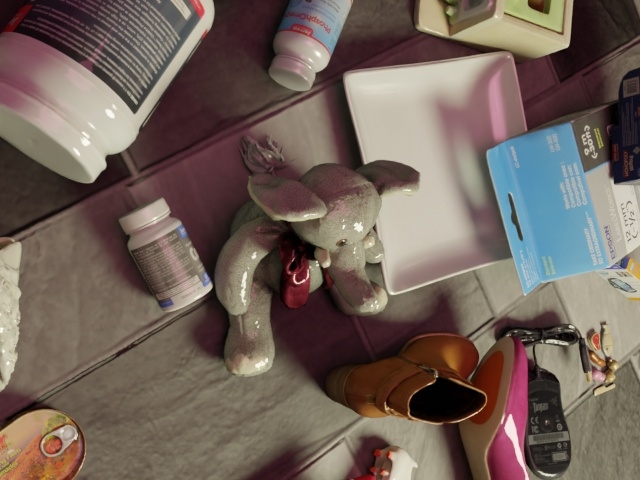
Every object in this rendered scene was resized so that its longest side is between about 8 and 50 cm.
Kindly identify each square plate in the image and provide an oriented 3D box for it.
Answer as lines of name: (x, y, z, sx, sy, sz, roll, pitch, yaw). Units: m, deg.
square plate: (0.205, -0.118, 1.288, 0.344, 0.049, 0.347, -14, 95, -29)

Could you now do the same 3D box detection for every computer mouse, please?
computer mouse: (0.398, 0.271, 1.374, 0.184, 0.060, 0.262, -6, 79, -25)

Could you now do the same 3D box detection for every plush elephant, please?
plush elephant: (0.000, 0.000, 1.053, 0.272, 0.255, 0.330, -16, 95, -28)

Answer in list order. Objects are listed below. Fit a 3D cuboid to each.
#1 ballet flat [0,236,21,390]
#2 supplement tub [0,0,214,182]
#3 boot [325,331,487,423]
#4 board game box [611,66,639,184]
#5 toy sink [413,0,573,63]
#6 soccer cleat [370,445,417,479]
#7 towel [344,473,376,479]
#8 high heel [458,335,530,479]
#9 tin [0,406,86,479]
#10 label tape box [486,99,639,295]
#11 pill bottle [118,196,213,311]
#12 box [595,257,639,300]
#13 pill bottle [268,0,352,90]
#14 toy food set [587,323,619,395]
ballet flat: (-0.417, -0.018, 0.906, 0.147, 0.147, 0.409, -23, 100, -27)
supplement tub: (-0.270, -0.226, 0.953, 0.191, 0.191, 0.272, 37, 71, -22)
boot: (0.171, 0.199, 1.158, 0.283, 0.220, 0.109, -1, 88, -29)
board game box: (0.570, -0.169, 1.355, 0.194, 0.060, 0.194, 16, 72, -42)
toy sink: (0.290, -0.405, 1.299, 0.234, 0.131, 0.152, 11, 82, -28)
soccer cleat: (0.092, 0.409, 1.197, 0.076, 0.068, 0.196, 35, 70, -26)
towel: (-0.029, 0.455, 1.106, 0.275, 0.031, 0.198, -13, 94, -12)
high heel: (0.316, 0.343, 1.282, 0.181, 0.127, 0.377, 10, 99, -18)
tin: (-0.378, 0.281, 0.962, 0.190, 0.040, 0.106, -35, 108, -25)
label tape box: (0.436, -0.083, 1.332, 0.348, 0.115, 0.249, -24, 100, -44)
pill bottle: (-0.205, 0.018, 1.042, 0.078, 0.078, 0.137, -32, 103, -26)
box: (0.566, 0.068, 1.458, 0.136, 0.081, 0.028, 36, 72, -23)
pill bottle: (-0.017, -0.303, 1.153, 0.087, 0.087, 0.160, 27, 75, -25)
toy food set: (0.520, 0.221, 1.462, 0.078, 0.019, 0.122, -14, 94, -28)
